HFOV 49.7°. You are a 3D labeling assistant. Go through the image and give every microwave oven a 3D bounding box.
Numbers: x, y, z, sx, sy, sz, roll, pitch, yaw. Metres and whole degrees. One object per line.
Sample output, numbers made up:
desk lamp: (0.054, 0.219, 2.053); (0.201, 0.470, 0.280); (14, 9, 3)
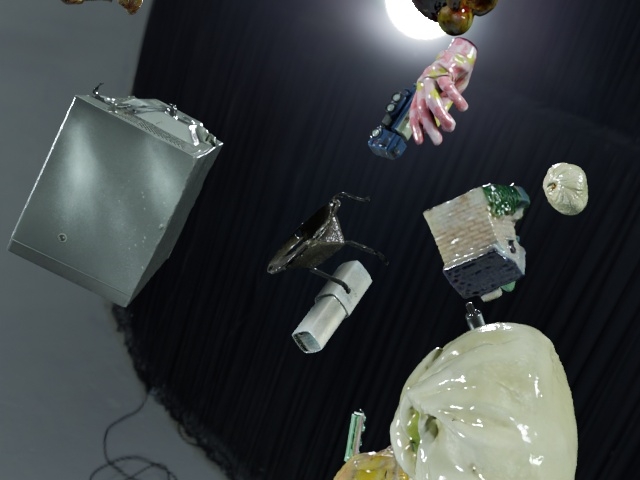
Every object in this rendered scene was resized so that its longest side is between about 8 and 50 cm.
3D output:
microwave oven: (-0.382, -0.112, 1.397); (0.236, 0.375, 0.432); (26, 10, -7)

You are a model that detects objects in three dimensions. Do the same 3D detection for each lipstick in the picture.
lipstick: (0.029, 0.153, 1.597); (0.079, 0.077, 0.253); (54, 44, -16)

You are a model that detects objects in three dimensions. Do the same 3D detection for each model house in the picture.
model house: (0.455, 0.019, 1.872); (0.243, 0.284, 0.298); (-21, -13, 34)

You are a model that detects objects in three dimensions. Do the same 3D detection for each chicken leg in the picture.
chicken leg: (-0.524, -0.595, 1.630); (0.087, 0.107, 0.251); (48, 23, 21)

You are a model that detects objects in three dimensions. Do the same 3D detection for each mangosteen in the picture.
mangosteen: (0.282, -0.554, 1.469); (0.209, 0.210, 0.210); (17, 20, -6)

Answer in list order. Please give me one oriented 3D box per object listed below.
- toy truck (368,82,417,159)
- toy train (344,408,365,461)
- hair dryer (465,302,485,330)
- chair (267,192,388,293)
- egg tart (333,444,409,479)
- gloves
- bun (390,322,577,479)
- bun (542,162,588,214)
toy truck: (0.205, -0.298, 1.736); (0.088, 0.202, 0.074); (27, -10, 31)
toy train: (0.100, 0.554, 1.956); (0.038, 0.148, 0.071); (9, -5, 12)
hair dryer: (0.414, 0.344, 1.981); (0.284, 0.320, 0.156); (56, -5, 0)
chair: (0.000, 0.000, 1.228); (0.213, 0.174, 0.149); (9, 52, -46)
egg tart: (0.084, 0.609, 1.577); (0.150, 0.352, 0.352); (28, 19, -2)
gloves: (0.264, -0.326, 1.544); (0.126, 0.241, 0.145); (40, -11, -15)
bun: (0.161, 0.199, 0.734); (0.159, 0.259, 0.259); (18, 19, -6)
bun: (0.518, -0.108, 1.478); (0.069, 0.115, 0.115); (-12, 28, -13)
